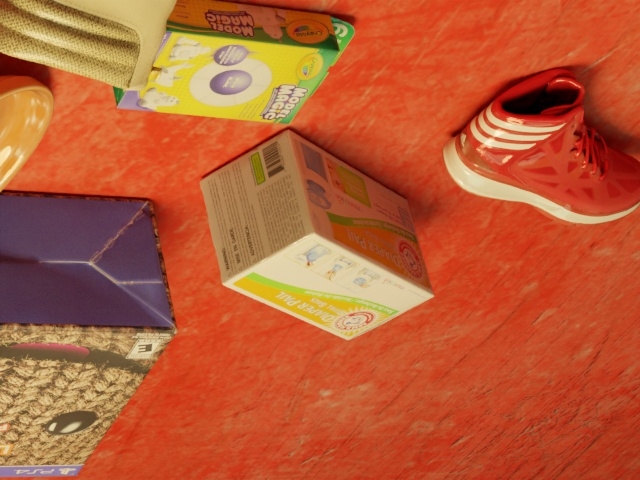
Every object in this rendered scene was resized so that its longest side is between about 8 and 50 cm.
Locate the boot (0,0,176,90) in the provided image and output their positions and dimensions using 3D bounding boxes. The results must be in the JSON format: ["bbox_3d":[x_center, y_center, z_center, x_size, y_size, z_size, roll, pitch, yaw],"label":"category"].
[{"bbox_3d":[-0.087,-0.197,1.106,0.262,0.095,0.203,-3,117,-52],"label":"boot"}]

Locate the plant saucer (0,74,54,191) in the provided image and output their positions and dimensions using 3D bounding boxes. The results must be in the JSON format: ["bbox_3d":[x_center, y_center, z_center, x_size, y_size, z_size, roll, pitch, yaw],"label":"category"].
[{"bbox_3d":[-0.292,-0.058,1.349,0.200,0.037,0.200,-43,171,-8],"label":"plant saucer"}]

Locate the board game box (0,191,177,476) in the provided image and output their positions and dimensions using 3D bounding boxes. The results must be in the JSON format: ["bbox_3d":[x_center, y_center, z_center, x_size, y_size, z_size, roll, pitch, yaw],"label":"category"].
[{"bbox_3d":[-0.296,0.092,1.586,0.232,0.141,0.291,3,146,-27],"label":"board game box"}]

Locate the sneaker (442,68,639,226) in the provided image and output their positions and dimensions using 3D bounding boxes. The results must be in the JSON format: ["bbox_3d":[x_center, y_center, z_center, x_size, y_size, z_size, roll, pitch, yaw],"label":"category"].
[{"bbox_3d":[0.233,-0.083,1.571,0.221,0.087,0.128,4,147,-30],"label":"sneaker"}]

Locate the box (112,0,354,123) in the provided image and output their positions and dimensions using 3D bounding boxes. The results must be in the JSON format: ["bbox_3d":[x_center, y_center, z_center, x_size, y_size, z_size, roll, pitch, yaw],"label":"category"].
[{"bbox_3d":[-0.066,-0.141,1.385,0.179,0.043,0.105,1,148,-28],"label":"box"}]

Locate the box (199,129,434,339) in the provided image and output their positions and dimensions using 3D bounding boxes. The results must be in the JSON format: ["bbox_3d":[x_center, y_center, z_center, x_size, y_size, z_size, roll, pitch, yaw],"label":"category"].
[{"bbox_3d":[0.000,0.000,1.583,0.103,0.114,0.203,-29,149,25],"label":"box"}]
